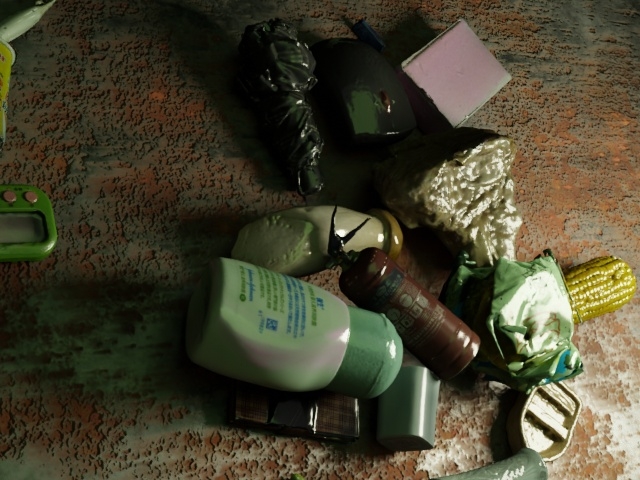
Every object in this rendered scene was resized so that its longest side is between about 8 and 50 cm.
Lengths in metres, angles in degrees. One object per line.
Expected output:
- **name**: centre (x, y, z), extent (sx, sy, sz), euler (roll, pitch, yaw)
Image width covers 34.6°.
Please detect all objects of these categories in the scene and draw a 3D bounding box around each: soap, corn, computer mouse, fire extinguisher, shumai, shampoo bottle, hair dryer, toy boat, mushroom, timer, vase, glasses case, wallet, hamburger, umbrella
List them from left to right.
- **hair dryer**: centre (-0.549, -0.386, 1.731), extent (0.206, 0.075, 0.237), euler (46, 43, 6)
- **timer**: centre (-0.480, -0.025, 1.577), extent (0.140, 0.047, 0.128), euler (-2, 65, -32)
- **umbrella**: centre (-0.051, -0.248, 1.916), extent (0.154, 0.128, 0.337), euler (-25, 85, -22)
- **wallet**: centre (-0.041, 0.259, 1.692), extent (0.230, 0.042, 0.124), euler (15, 56, -26)
- **shampoo bottle**: centre (-0.032, 0.153, 1.644), extent (0.349, 0.151, 0.222), euler (17, 30, -19)
- **mushroom**: centre (0.000, 0.000, 1.808), extent (0.350, 0.128, 0.128), euler (-4, 67, -37)
- **computer mouse**: centre (0.078, -0.305, 2.007), extent (0.170, 0.100, 0.269), euler (-14, 63, -29)
- **glasses case**: centre (0.104, -0.426, 2.152), extent (0.083, 0.033, 0.023), euler (49, 40, 0)
- **fire extinguisher**: centre (0.128, 0.080, 1.749), extent (0.344, 0.102, 0.138), euler (42, 92, -9)
- **soap**: centre (0.271, -0.339, 2.175), extent (0.181, 0.081, 0.259), euler (48, 50, -1)
- **shumai**: centre (0.265, -0.064, 1.998), extent (0.346, 0.217, 0.283), euler (-33, 115, -43)
- **vase**: centre (0.287, 0.420, 1.758), extent (0.219, 0.096, 0.096), euler (-13, 72, -31)
- **hamburger**: centre (0.347, 0.148, 1.850), extent (0.275, 0.150, 0.261), euler (-1, 92, -12)
- **toy boat**: centre (0.406, 0.340, 1.905), extent (0.116, 0.061, 0.188), euler (42, 51, -7)
- **corn**: centre (0.516, 0.107, 2.063), extent (0.321, 0.119, 0.119), euler (-13, 73, -32)

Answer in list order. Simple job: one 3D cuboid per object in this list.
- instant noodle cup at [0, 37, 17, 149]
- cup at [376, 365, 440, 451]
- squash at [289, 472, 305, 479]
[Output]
- **instant noodle cup**: centre (-0.562, -0.213, 1.549), extent (0.204, 0.205, 0.153), euler (4, 73, -29)
- **cup**: centre (0.154, 0.292, 1.762), extent (0.128, 0.095, 0.130), euler (45, 44, -50)
- **squash**: centre (-0.021, 0.407, 1.633), extent (0.027, 0.027, 0.083), euler (-34, 84, -39)
